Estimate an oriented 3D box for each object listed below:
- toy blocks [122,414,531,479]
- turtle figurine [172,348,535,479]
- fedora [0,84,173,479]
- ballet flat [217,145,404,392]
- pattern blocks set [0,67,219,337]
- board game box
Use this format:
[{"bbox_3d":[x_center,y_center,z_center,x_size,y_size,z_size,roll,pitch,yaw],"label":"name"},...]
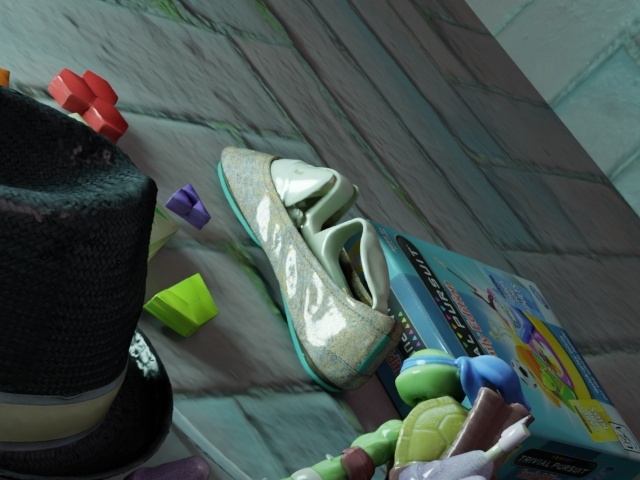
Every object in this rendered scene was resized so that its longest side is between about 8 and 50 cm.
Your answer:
[{"bbox_3d":[-0.011,0.205,0.970,0.309,0.260,0.288,48,20,1],"label":"toy blocks"},{"bbox_3d":[0.042,0.228,1.268,0.198,0.275,0.266,57,24,-57],"label":"turtle figurine"},{"bbox_3d":[-0.198,0.002,1.058,0.334,0.152,0.334,31,18,-11],"label":"fedora"},{"bbox_3d":[0.000,0.000,1.599,0.107,0.106,0.316,25,29,-46],"label":"ballet flat"},{"bbox_3d":[-0.190,-0.035,1.396,0.285,0.026,0.325,51,20,10],"label":"pattern blocks set"},{"bbox_3d":[0.171,0.128,1.745,0.336,0.079,0.254,20,33,-52],"label":"board game box"}]
